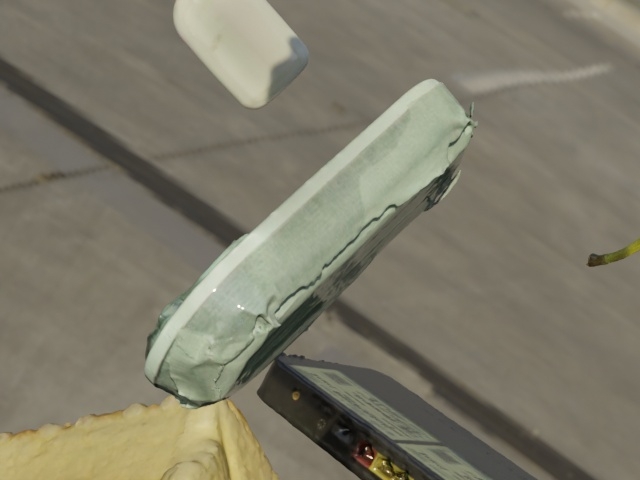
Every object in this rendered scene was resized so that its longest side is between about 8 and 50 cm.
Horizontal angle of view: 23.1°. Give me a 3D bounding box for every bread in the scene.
[{"bbox_3d":[-0.194,0.380,1.566,0.279,0.371,0.390,-82,153,-51],"label":"bread"}]

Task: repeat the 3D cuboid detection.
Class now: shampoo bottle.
[{"bbox_3d":[-0.116,-0.264,1.858,0.221,0.108,0.051,48,-3,-16],"label":"shampoo bottle"}]

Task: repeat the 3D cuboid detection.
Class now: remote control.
[{"bbox_3d":[0.000,0.000,0.838,0.052,0.104,0.247,41,57,10],"label":"remote control"}]

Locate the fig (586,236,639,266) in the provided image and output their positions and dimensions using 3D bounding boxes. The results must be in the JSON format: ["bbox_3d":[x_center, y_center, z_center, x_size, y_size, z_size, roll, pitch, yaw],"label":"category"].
[{"bbox_3d":[0.304,-0.030,1.310,0.093,0.166,0.093,21,36,-17],"label":"fig"}]

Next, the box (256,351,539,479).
[{"bbox_3d":[0.111,0.227,1.595,0.350,0.058,0.211,34,13,37],"label":"box"}]
